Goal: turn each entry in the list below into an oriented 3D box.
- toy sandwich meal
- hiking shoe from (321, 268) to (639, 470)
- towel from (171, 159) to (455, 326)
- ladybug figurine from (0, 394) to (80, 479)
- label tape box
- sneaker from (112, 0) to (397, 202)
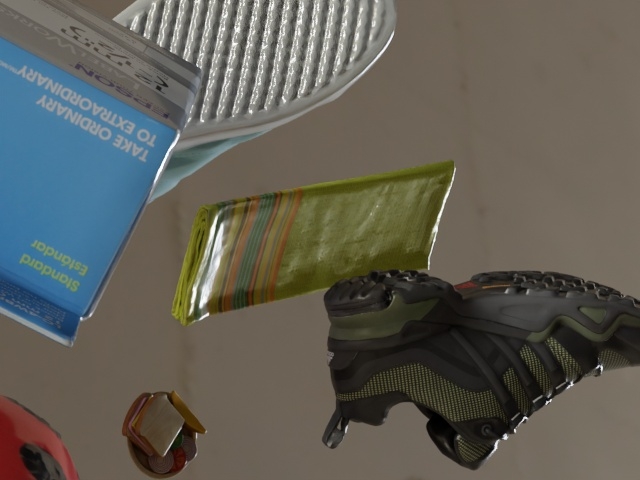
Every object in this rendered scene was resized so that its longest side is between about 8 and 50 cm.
[{"bbox_3d":[-0.136,0.169,1.681,0.086,0.029,0.085,5,-98,-42],"label":"toy sandwich meal"},{"bbox_3d":[0.107,0.078,1.151,0.227,0.086,0.114,3,-81,-15],"label":"hiking shoe"},{"bbox_3d":[0.000,0.000,1.425,0.237,0.102,0.021,-12,-137,-36],"label":"towel"},{"bbox_3d":[-0.211,0.241,1.154,0.449,0.162,0.305,-110,7,-51],"label":"ladybug figurine"},{"bbox_3d":[-0.202,-0.084,1.043,0.249,0.115,0.347,29,-171,-7],"label":"label tape box"},{"bbox_3d":[-0.117,-0.107,1.447,0.150,0.366,0.135,93,155,-83],"label":"sneaker"}]
